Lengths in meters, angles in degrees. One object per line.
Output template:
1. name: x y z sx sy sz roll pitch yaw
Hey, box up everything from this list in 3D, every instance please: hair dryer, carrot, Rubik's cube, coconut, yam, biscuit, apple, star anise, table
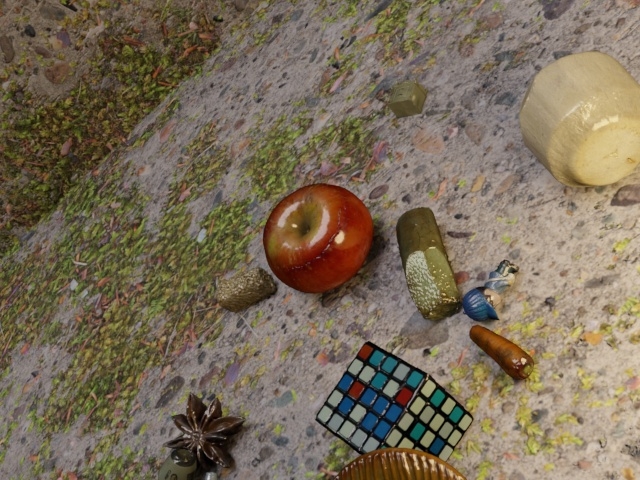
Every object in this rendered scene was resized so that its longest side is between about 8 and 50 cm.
1. hair dryer: -0.298 0.596 1.721 0.225 0.088 0.219 50 124 13
2. carrot: 0.339 0.207 1.454 0.055 0.055 0.161 -49 30 0
3. Rubik's cube: 0.138 0.328 1.438 0.184 0.187 0.182 -54 37 -10
4. coconut: 0.513 -0.241 1.517 0.237 0.237 0.266 -35 45 18
5. yam: 0.227 0.046 1.665 0.106 0.106 0.259 -33 39 21
6. biscuit: -0.198 0.128 2.031 0.168 0.082 0.070 -24 46 29
7. apple: 0.000 0.000 1.848 0.272 0.206 0.251 -51 48 3
8. biscuit: 0.139 0.495 1.263 0.317 0.040 0.318 2 93 27
9. star anise: -0.276 0.472 1.805 0.209 0.089 0.231 44 104 34
10. table: 0.232 -0.382 2.056 0.079 0.062 0.083 -4 56 43

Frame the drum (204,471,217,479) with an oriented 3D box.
1. drum: -0.257 0.622 1.624 0.130 0.049 0.253 -19 68 31

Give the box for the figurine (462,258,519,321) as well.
1. figurine: 0.334 0.097 1.532 0.077 0.079 0.136 107 -172 -77
